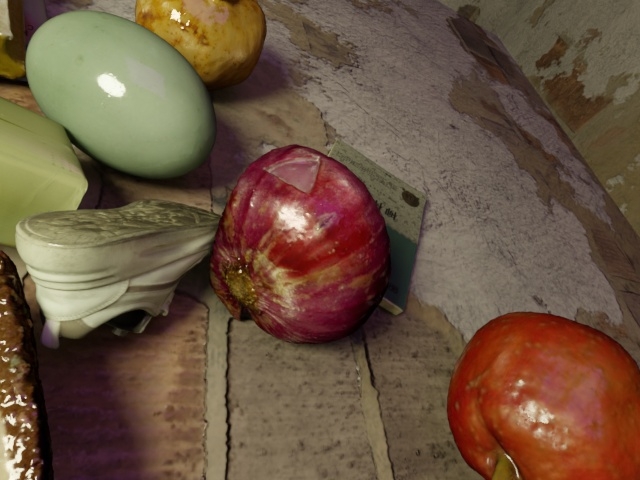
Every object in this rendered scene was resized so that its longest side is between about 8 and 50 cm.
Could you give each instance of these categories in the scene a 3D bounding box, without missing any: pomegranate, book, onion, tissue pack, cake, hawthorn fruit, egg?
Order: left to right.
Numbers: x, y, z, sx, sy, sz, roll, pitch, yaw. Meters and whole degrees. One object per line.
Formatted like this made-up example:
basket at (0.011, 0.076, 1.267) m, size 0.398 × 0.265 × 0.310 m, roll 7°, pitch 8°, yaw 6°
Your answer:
tissue pack at (-0.391, -0.096, 0.422) m, size 0.234 × 0.125 × 0.159 m, roll 25°, pitch 18°, yaw -52°
cake at (-0.300, 0.140, 0.355) m, size 0.112 × 0.135 × 0.246 m, roll -15°, pitch 60°, yaw -34°
egg at (-0.284, -0.209, 0.609) m, size 0.283 × 0.203 × 0.203 m, roll 36°, pitch 43°, yaw -1°
pomegranate at (-0.223, -0.406, 0.794) m, size 0.248 × 0.248 × 0.248 m, roll 19°, pitch 47°, yaw -21°
onion at (-0.010, 0.018, 0.582) m, size 0.230 × 0.256 × 0.272 m, roll 40°, pitch 72°, yaw 15°
book at (0.091, -0.051, 0.865) m, size 0.264 × 0.031 × 0.379 m, roll 31°, pitch 44°, yaw -7°
hawthorn fruit at (0.313, 0.264, 0.598) m, size 0.330 × 0.287 × 0.287 m, roll -26°, pitch 73°, yaw -39°

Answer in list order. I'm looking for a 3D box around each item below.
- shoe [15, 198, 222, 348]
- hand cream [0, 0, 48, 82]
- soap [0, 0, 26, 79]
shoe at (-0.222, 0.039, 0.518) m, size 0.124 × 0.159 × 0.316 m, roll 16°, pitch 10°, yaw 15°
hand cream at (-0.525, -0.400, 0.703) m, size 0.124 × 0.078 × 0.340 m, roll -2°, pitch 62°, yaw -35°
soap at (-0.563, -0.372, 0.566) m, size 0.259 × 0.143 × 0.281 m, roll -5°, pitch 68°, yaw -33°
